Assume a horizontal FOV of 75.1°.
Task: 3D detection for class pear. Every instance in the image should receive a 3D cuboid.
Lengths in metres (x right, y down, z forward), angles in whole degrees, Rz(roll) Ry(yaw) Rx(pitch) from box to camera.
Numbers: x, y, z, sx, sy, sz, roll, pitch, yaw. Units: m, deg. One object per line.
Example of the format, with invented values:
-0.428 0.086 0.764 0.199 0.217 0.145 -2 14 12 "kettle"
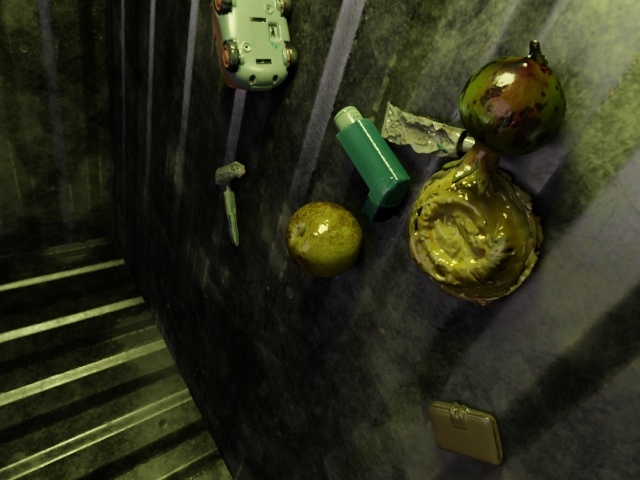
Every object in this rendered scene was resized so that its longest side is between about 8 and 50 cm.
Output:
0.000 0.000 1.045 0.197 0.197 0.198 20 117 47 "pear"

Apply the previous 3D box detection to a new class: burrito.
-0.330 -0.239 1.490 0.203 0.064 0.064 -4 99 53 "burrito"

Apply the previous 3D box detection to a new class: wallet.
0.311 0.413 0.902 0.152 0.038 0.118 -4 100 49 "wallet"

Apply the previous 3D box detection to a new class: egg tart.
0.262 -0.008 0.783 0.278 0.094 0.280 21 117 49 "egg tart"

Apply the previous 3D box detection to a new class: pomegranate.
0.274 -0.180 0.647 0.156 0.156 0.220 45 109 33 "pomegranate"

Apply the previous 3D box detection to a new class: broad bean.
-0.294 -0.544 1.352 0.071 0.048 0.214 61 140 18 "broad bean"

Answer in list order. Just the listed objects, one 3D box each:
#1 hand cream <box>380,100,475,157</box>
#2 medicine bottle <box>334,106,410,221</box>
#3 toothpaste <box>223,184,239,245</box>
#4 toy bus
0.207 -0.212 0.828 0.257 0.050 0.084 36 131 44 "hand cream"
0.108 -0.175 0.936 0.259 0.079 0.124 62 144 17 "medicine bottle"
-0.334 -0.095 1.562 0.060 0.037 0.234 24 123 50 "toothpaste"
-0.195 -0.547 1.130 0.232 0.193 0.288 10 110 63 "toy bus"
